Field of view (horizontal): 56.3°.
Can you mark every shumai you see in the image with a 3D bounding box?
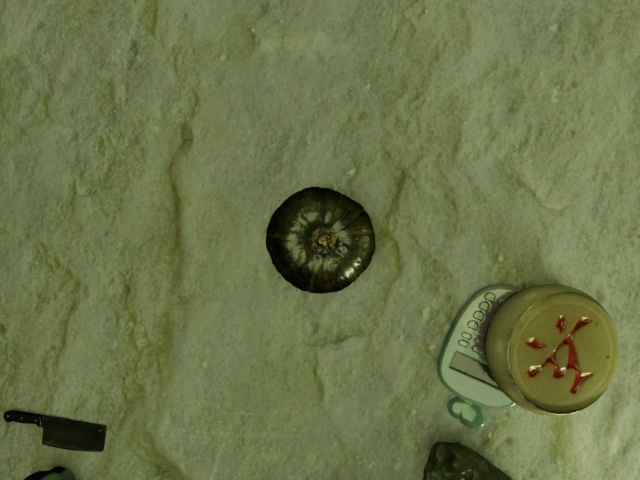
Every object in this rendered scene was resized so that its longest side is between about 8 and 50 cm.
[{"bbox_3d":[0.288,0.569,1.083,0.292,0.330,0.289,41,84,-18],"label":"shumai"}]

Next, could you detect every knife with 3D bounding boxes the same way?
[{"bbox_3d":[-0.609,0.437,1.365,0.245,0.019,0.072,8,92,6],"label":"knife"}]

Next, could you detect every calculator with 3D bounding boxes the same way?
[{"bbox_3d":[0.343,0.235,1.221,0.185,0.041,0.299,21,90,8],"label":"calculator"}]

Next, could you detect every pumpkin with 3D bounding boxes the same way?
[{"bbox_3d":[0.000,0.000,1.217,0.223,0.157,0.224,0,90,-9],"label":"pumpkin"}]

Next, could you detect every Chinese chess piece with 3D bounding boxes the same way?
[{"bbox_3d":[0.441,0.207,1.144,0.249,0.103,0.250,0,91,-10],"label":"Chinese chess piece"}]

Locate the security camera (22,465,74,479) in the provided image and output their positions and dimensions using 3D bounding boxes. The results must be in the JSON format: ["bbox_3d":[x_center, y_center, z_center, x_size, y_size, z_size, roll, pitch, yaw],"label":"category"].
[{"bbox_3d":[-0.530,0.632,1.266,0.277,0.191,0.197,22,91,7],"label":"security camera"}]
